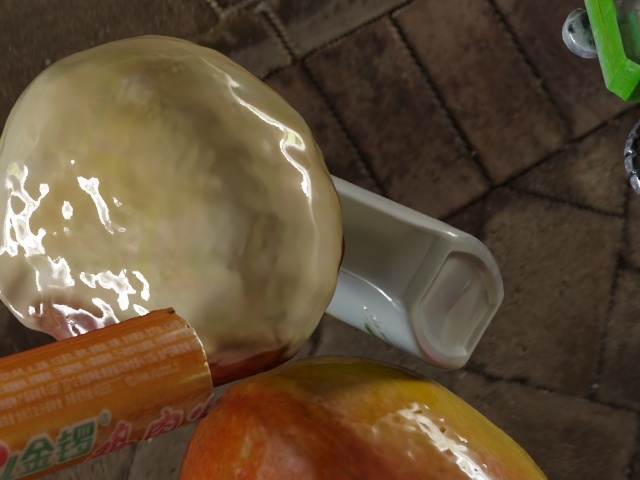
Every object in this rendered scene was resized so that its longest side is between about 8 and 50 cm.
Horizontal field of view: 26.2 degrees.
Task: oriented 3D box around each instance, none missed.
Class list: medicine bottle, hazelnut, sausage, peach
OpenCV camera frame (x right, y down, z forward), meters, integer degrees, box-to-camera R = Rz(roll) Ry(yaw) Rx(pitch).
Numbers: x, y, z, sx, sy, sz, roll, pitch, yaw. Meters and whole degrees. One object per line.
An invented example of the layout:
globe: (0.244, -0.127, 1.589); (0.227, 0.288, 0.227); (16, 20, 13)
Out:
medicine bottle: (0.000, 0.000, 1.160); (0.296, 0.161, 0.111); (27, 80, 34)
hazelnut: (-0.106, -0.013, 0.935); (0.241, 0.261, 0.261); (-24, 81, -4)
sausage: (-0.175, 0.100, 0.745); (0.234, 0.071, 0.071); (-17, 79, -31)
peach: (0.037, 0.253, 1.132); (0.372, 0.372, 0.290); (36, 92, 1)

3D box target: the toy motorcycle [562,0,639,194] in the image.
toy motorcycle: (0.168, -0.098, 0.602); (0.106, 0.074, 0.190); (-4, 68, -9)
